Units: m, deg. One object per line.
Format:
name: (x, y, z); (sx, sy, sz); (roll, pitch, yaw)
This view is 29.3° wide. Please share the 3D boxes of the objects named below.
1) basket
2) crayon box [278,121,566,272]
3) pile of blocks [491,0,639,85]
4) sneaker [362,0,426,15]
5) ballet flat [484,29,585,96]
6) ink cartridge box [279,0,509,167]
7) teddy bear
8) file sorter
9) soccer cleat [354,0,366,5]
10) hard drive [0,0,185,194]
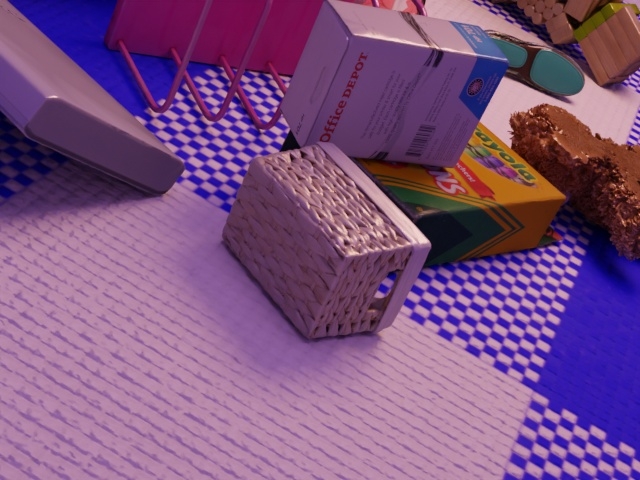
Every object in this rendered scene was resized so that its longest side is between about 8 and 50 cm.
basket: (0.000, 0.000, 1.140); (0.103, 0.113, 0.167); (-9, 45, -42)
crayon box: (0.133, -0.071, 1.385); (0.319, 0.081, 0.202); (-8, 44, -45)
pile of blocks: (0.433, -0.402, 2.062); (0.113, 0.149, 0.362); (-11, 46, -46)
sneaker: (0.053, -0.280, 1.649); (0.136, 0.116, 0.314); (16, 25, 7)
ballet flat: (0.314, -0.275, 1.864); (0.188, 0.070, 0.070); (23, 30, -13)
ink cartridge box: (0.074, -0.157, 1.251); (0.191, 0.139, 0.082); (5, 38, -28)
teddy bear: (0.373, -0.052, 1.539); (0.338, 0.113, 0.245); (12, 39, -37)
file sorter: (-0.056, -0.242, 1.382); (0.291, 0.202, 0.182); (3, 39, -34)
soccer cleat: (-0.016, -0.301, 1.559); (0.068, 0.196, 0.076); (61, 42, -21)
hard drive: (-0.305, -0.186, 1.169); (0.353, 0.047, 0.233); (41, 6, 25)
